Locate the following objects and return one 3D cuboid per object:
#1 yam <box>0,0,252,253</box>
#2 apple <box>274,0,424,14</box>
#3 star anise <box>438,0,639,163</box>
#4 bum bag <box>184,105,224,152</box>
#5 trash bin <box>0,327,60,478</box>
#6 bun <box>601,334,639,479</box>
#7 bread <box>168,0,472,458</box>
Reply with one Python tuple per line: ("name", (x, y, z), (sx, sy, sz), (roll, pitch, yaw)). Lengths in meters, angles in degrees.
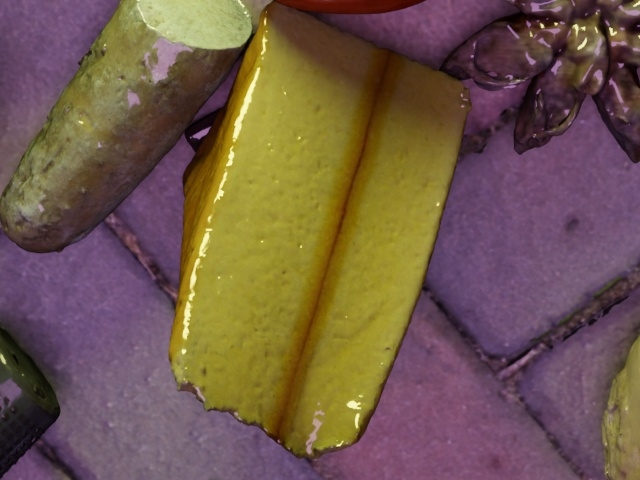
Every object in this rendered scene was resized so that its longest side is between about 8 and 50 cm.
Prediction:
("yam", (-0.208, -0.121, 1.883), (0.133, 0.133, 0.330), (37, 108, -10))
("apple", (0.016, -0.321, 1.749), (0.241, 0.242, 0.242), (-9, 108, 11))
("star anise", (0.269, -0.219, 1.840), (0.331, 0.117, 0.332), (1, 114, 3))
("bum bag", (-0.056, -0.075, 1.946), (0.109, 0.026, 0.159), (-27, 111, 10))
("trash bin", (-0.363, 0.182, 1.973), (0.161, 0.175, 0.175), (-36, 104, 1))
("bun", (0.465, 0.205, 1.917), (0.362, 0.234, 0.326), (-33, 110, 18))
("bread", (0.000, 0.000, 1.759), (0.233, 0.362, 0.245), (21, 125, -13))
